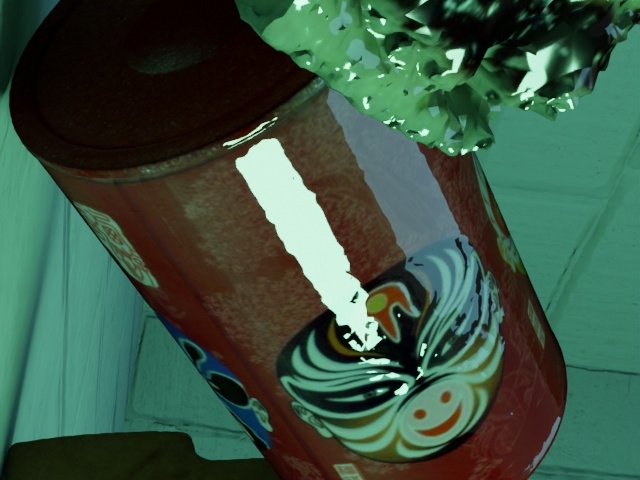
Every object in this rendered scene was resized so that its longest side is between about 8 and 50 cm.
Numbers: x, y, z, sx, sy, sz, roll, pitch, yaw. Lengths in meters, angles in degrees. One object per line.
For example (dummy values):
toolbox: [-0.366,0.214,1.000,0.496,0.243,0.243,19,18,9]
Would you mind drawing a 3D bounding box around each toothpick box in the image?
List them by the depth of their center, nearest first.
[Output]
toothpick box: [0.000,0.000,0.731,0.204,0.204,0.333,-88,157,-44]

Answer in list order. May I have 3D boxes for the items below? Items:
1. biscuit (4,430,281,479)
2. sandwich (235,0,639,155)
biscuit: [-0.082,0.221,0.799,0.284,0.306,0.043,-45,162,-34]
sandwich: [0.011,-0.172,0.451,0.131,0.262,0.325,-41,-158,19]
